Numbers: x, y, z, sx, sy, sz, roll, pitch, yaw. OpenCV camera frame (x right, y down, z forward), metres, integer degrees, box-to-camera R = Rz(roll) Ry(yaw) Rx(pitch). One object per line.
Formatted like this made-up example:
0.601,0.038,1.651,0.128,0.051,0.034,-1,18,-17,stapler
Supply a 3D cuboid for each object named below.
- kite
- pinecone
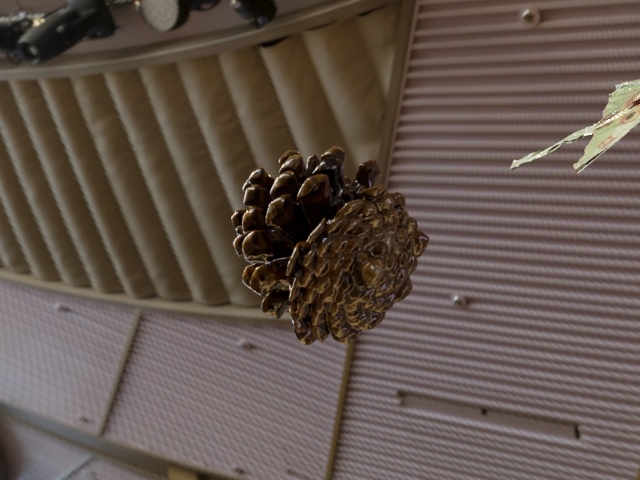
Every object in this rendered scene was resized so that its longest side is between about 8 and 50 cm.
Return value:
0.310,-0.129,1.001,0.250,0.229,0.012,-30,-77,44,kite
0.004,-0.010,1.166,0.264,0.264,0.264,20,-47,23,pinecone
